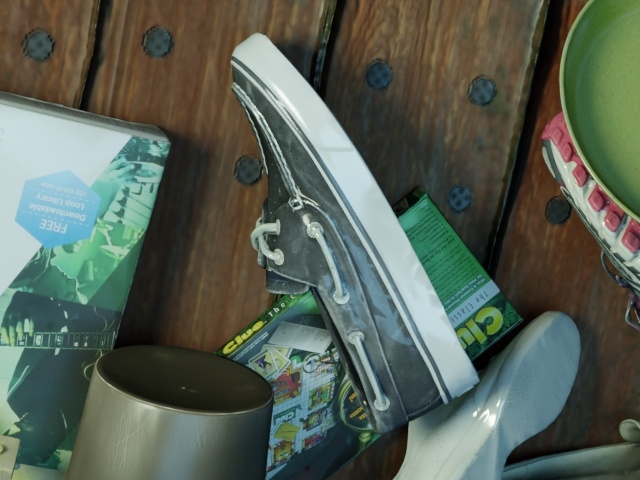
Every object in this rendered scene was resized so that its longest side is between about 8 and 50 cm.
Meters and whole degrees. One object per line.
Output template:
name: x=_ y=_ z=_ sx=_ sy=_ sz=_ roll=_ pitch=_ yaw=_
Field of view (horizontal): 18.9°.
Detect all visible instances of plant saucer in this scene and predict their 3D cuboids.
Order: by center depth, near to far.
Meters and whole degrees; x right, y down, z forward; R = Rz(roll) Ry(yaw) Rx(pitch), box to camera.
plant saucer: x=0.285 y=-0.093 z=1.420 sx=0.241 sy=0.037 sz=0.241 roll=5 pitch=67 yaw=-11

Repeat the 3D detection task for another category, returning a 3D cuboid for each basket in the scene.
basket: x=-0.115 y=0.201 z=1.363 sx=0.154 sy=0.204 sz=0.226 roll=18 pitch=108 yaw=23

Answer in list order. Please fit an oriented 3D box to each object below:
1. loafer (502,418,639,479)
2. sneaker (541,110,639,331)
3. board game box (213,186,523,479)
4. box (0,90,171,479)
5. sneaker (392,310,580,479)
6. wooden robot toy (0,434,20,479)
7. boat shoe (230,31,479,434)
loafer: x=0.269 y=0.195 z=1.516 sx=0.320 sy=0.112 sz=0.111 roll=-14 pitch=118 yaw=-11
sneaker: x=0.266 y=0.023 z=1.471 sx=0.299 sy=0.112 sz=0.121 roll=49 pitch=56 yaw=-10
board game box: x=0.015 y=0.091 z=1.459 sx=0.260 sy=0.030 sz=0.136 roll=-39 pitch=110 yaw=-2
box: x=-0.259 y=0.050 z=1.353 sx=0.232 sy=0.058 sz=0.322 roll=12 pitch=104 yaw=-19
sneaker: x=0.116 y=0.133 z=1.477 sx=0.212 sy=0.094 sz=0.080 roll=-52 pitch=131 yaw=-22
wooden robot toy: x=-0.297 y=0.155 z=1.324 sx=0.173 sy=0.076 sz=0.079 roll=-1 pitch=142 yaw=-15
boat shoe: x=0.000 y=0.000 z=1.374 sx=0.102 sy=0.108 sz=0.301 roll=-30 pitch=104 yaw=-4
